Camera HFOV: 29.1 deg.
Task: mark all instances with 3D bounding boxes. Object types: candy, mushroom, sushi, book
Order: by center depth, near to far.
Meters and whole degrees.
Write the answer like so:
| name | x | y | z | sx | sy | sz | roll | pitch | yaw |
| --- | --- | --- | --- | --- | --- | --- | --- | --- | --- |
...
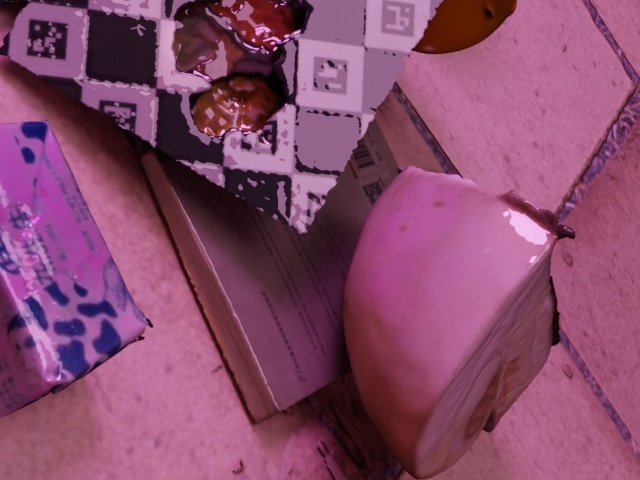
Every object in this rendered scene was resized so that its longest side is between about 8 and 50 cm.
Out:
| name | x | y | z | sx | sy | sz | roll | pitch | yaw |
| --- | --- | --- | --- | --- | --- | --- | --- | --- | --- |
| candy | -0.177 | 0.013 | 0.729 | 0.092 | 0.073 | 0.160 | -22 | 85 | -53 |
| sushi | -0.053 | -0.184 | 0.892 | 0.264 | 0.050 | 0.290 | 31 | 76 | -12 |
| mushroom | 0.069 | 0.062 | 0.909 | 0.162 | 0.236 | 0.173 | 37 | 75 | 25 |
| book | 0.000 | 0.000 | 0.970 | 0.282 | 0.025 | 0.215 | -18 | 82 | -51 |

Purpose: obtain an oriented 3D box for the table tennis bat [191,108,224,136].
| name | x | y | z | sx | sy | sz | roll | pitch | yaw |
| --- | --- | --- | --- | --- | --- | --- | --- | --- | --- |
| table tennis bat | -0.084 | -0.117 | 0.934 | 0.158 | 0.014 | 0.095 | 48 | 38 | -6 |

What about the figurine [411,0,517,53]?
| name | x | y | z | sx | sy | sz | roll | pitch | yaw |
| --- | --- | --- | --- | --- | --- | --- | --- | --- | --- |
| figurine | 0.050 | -0.247 | 1.029 | 0.215 | 0.215 | 0.228 | -3 | 69 | -49 |

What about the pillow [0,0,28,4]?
| name | x | y | z | sx | sy | sz | roll | pitch | yaw |
| --- | --- | --- | --- | --- | --- | --- | --- | --- | --- |
| pillow | -0.207 | -0.226 | 0.851 | 0.208 | 0.055 | 0.141 | -21 | 94 | -50 |
